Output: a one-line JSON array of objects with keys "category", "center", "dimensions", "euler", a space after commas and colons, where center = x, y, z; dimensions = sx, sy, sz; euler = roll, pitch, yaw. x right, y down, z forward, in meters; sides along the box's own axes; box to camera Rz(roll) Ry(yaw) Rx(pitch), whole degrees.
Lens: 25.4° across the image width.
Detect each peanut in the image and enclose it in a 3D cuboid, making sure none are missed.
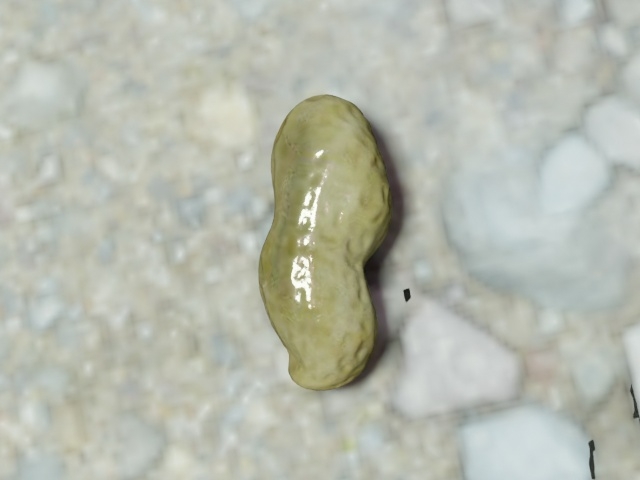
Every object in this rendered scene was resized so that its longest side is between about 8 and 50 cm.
[{"category": "peanut", "center": [0.000, 0.000, 0.397], "dimensions": [0.037, 0.037, 0.083], "euler": [3, 86, 10]}]
